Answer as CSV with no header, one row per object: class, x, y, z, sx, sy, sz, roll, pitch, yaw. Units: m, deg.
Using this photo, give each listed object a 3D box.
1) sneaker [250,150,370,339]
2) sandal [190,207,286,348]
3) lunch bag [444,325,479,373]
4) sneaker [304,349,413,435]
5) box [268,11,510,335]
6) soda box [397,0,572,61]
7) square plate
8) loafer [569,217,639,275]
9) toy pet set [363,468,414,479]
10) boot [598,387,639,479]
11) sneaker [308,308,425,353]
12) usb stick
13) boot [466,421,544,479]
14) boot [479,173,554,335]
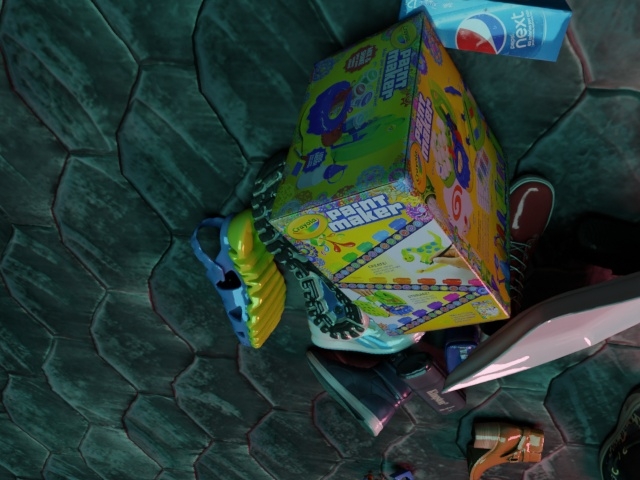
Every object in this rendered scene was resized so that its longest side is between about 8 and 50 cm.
sneaker,0.000,0.000,1.019,0.130,0.147,0.329,-19,103,32
sandal,-0.151,0.067,1.109,0.138,0.126,0.317,12,128,23
lunch bag,0.276,0.220,1.166,0.067,0.065,0.098,-3,126,13
sneaker,0.089,0.268,1.233,0.226,0.163,0.086,39,161,31
box,0.113,-0.076,0.781,0.177,0.289,0.279,-15,135,33
soda box,0.208,-0.290,0.782,0.210,0.071,0.067,9,128,4
square plate,0.392,0.135,0.945,0.344,0.049,0.347,-11,155,-19
loafer,0.507,0.021,0.971,0.220,0.080,0.078,18,153,-3
toy pet set,0.185,0.596,1.493,0.122,0.065,0.114,24,163,-4
boot,0.660,0.506,1.171,0.138,0.284,0.377,3,127,9
sneaker,0.087,0.155,1.141,0.229,0.087,0.092,-3,124,11
usb stick,0.224,0.287,1.178,0.077,0.045,0.278,-30,141,10
boot,0.411,0.482,1.341,0.153,0.072,0.197,2,130,4
boot,0.309,0.032,0.945,0.089,0.176,0.244,14,127,3
